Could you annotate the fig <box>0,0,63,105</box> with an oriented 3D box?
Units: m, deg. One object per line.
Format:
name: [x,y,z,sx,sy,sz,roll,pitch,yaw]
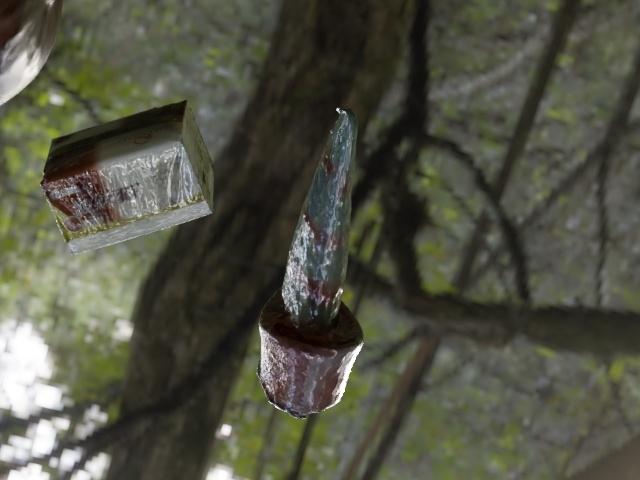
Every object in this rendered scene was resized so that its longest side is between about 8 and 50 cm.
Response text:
fig: [-0.267,-0.162,1.007,0.249,0.204,0.186,-1,156,14]

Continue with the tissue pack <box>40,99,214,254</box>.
tissue pack: [-0.189,-0.065,1.771,0.148,0.099,0.106,-17,-151,7]

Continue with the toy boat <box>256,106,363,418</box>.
toy boat: [0.000,0.000,1.634,0.096,0.282,0.206,5,-157,-4]
